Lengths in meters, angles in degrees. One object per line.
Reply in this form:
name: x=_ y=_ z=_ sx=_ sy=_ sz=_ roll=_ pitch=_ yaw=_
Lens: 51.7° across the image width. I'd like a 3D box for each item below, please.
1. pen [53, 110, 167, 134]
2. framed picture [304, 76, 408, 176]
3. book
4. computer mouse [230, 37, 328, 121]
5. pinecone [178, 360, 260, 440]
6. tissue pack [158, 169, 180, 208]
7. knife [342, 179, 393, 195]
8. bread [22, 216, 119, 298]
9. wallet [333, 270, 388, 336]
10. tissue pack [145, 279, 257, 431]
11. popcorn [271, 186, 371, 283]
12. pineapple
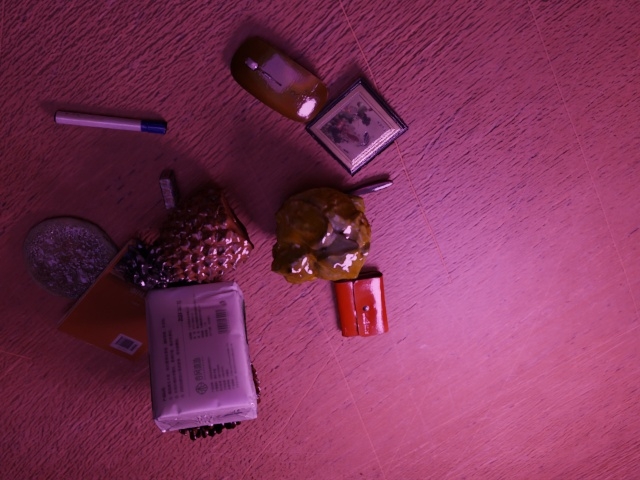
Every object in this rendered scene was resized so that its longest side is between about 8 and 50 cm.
pen: x=-0.513 y=-0.289 z=1.620 sx=0.268 sy=0.033 sz=0.033 roll=5 pitch=119 yaw=-6
framed picture: x=0.092 y=-0.281 z=1.661 sx=0.199 sy=0.010 sz=0.195 roll=-39 pitch=122 yaw=18
book: x=-0.527 y=0.181 z=1.865 sx=0.262 sy=0.028 sz=0.374 roll=34 pitch=112 yaw=-30
computer mouse: x=-0.098 y=-0.380 z=1.582 sx=0.245 sy=0.056 sz=0.126 roll=33 pitch=112 yaw=-18
pinecone: x=-0.312 y=0.452 z=1.913 sx=0.246 sy=0.292 sz=0.246 roll=24 pitch=132 yaw=30
tissue pack: x=-0.388 y=-0.132 z=1.699 sx=0.035 sy=0.063 sz=0.083 roll=-5 pitch=121 yaw=2
knife: x=0.075 y=-0.118 z=1.763 sx=0.247 sy=0.018 sz=0.035 roll=-17 pitch=124 yaw=10
bread: x=-0.679 y=0.056 z=1.802 sx=0.266 sy=0.040 sz=0.267 roll=-2 pitch=120 yaw=-3
wallet: x=0.120 y=0.190 z=1.921 sx=0.142 sy=0.045 sz=0.205 roll=-8 pitch=120 yaw=1
tissue pack: x=-0.318 y=0.303 z=1.760 sx=0.265 sy=0.357 sz=0.194 roll=-6 pitch=153 yaw=-9
popcorn: x=0.000 y=0.002 z=1.702 sx=0.276 sy=0.225 sz=0.277 roll=10 pitch=111 yaw=27
pineapple: x=-0.363 y=0.029 z=1.690 sx=0.357 sy=0.223 sz=0.223 roll=-28 pitch=118 yaw=3
